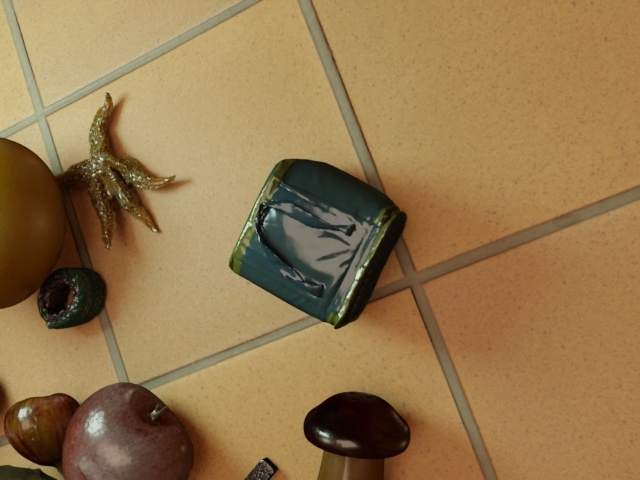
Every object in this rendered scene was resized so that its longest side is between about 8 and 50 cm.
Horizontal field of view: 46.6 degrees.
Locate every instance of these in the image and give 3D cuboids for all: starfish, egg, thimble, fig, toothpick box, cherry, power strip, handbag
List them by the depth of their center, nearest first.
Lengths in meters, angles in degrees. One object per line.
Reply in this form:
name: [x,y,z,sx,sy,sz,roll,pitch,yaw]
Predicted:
toothpick box: [0.054,0.422,1.333,0.192,0.192,0.295,9,96,19]
handbag: [0.000,0.000,1.354,0.241,0.222,0.263,30,98,13]
cherry: [-0.389,0.423,1.468,0.261,0.221,0.307,42,115,14]
power strip: [-0.132,0.481,1.471,0.038,0.029,0.111,42,98,17]
egg: [-0.665,-0.035,1.510,0.282,0.282,0.352,0,89,19]
fig: [-0.570,0.408,1.571,0.148,0.149,0.202,-10,114,18]
starfish: [-0.461,-0.113,1.590,0.293,0.084,0.301,45,97,17]
thimble: [-0.539,0.121,1.600,0.135,0.090,0.118,-39,73,16]

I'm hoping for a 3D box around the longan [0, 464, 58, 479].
longan: [-0.624,0.631,1.453,0.390,0.391,0.392,-1,87,19]
